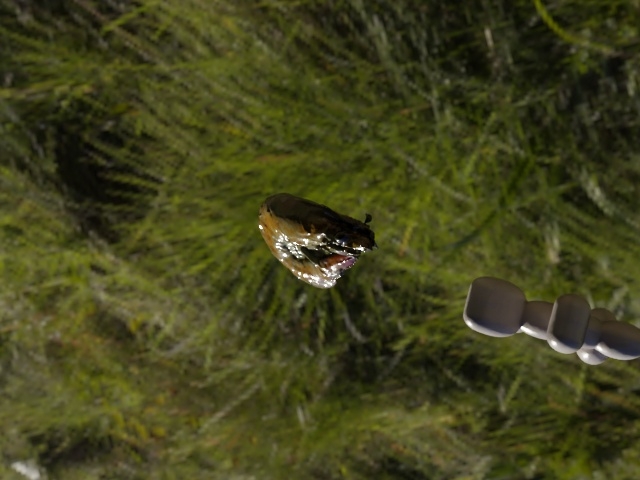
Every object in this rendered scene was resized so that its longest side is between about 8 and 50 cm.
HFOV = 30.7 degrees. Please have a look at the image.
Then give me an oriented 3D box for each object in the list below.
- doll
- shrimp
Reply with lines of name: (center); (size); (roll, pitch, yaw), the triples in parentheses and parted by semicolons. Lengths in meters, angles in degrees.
doll: (0.238, 0.084, 1.140); (0.161, 0.059, 0.160); (11, 175, 37)
shrimp: (0.000, 0.000, 1.057); (0.042, 0.101, 0.190); (-36, -163, -25)
